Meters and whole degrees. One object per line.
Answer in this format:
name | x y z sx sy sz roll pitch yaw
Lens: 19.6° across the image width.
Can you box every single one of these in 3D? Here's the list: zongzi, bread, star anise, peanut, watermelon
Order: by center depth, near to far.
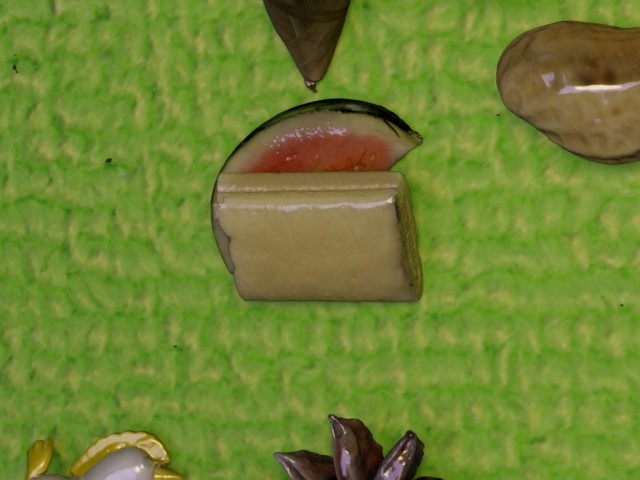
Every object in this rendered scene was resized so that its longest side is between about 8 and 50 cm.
peanut | 0.281 -0.124 1.555 0.274 0.111 0.125 2 101 25
zongzi | -0.013 -0.224 1.648 0.099 0.194 0.197 -4 99 3
bread | 0.000 0.000 1.702 0.178 0.060 0.139 -2 122 19
star anise | 0.040 0.253 1.725 0.231 0.089 0.209 5 110 26
watermelon | -0.022 -0.060 1.739 0.245 0.063 0.119 -35 94 24

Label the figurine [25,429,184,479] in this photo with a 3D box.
figurine | -0.221 0.257 1.853 0.178 0.109 0.130 -7 83 16
